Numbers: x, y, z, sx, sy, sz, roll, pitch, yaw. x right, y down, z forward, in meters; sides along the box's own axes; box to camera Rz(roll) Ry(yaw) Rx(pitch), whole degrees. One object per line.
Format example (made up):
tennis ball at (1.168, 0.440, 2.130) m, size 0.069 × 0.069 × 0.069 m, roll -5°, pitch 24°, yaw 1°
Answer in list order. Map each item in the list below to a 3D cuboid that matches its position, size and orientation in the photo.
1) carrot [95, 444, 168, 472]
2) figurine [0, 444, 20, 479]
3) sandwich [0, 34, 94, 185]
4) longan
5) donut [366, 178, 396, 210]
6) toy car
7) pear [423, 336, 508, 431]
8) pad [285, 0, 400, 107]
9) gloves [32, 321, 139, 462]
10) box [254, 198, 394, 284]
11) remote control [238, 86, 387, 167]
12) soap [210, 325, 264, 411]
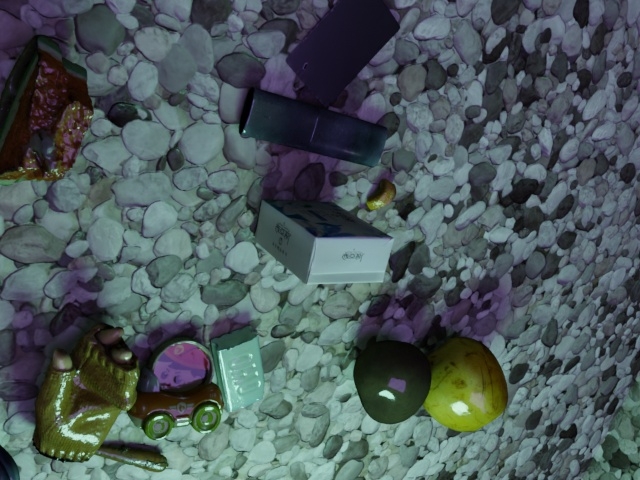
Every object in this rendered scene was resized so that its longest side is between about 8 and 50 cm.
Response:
carrot at (-0.485, 0.524, 1.464) m, size 0.254 × 0.049 × 0.049 m, roll 27°, pitch 96°, yaw -32°
figurine at (-0.726, 0.451, 1.196) m, size 0.175 × 0.197 × 0.265 m, roll -28°, pitch 103°, yaw -17°
sandwich at (-0.483, -0.204, 1.048) m, size 0.109 × 0.212 × 0.292 m, roll 13°, pitch 91°, yaw -49°
longan at (0.202, 0.403, 1.708) m, size 0.246 × 0.215 × 0.246 m, roll 0°, pitch 91°, yaw -18°
donut at (0.154, -0.119, 1.559) m, size 0.083 × 0.067 × 0.038 m, roll -25°, pitch 136°, yaw 19°
toy car at (-0.343, 0.340, 1.423) m, size 0.235 × 0.145 × 0.235 m, roll -1°, pitch 92°, yaw -30°
pear at (0.428, 0.436, 1.817) m, size 0.280 × 0.281 × 0.281 m, roll -13°, pitch 117°, yaw -26°
pad at (0.054, -0.449, 1.365) m, size 0.265 × 0.009 × 0.159 m, roll -48°, pitch 127°, yaw -2°
gloves at (-0.502, 0.322, 1.290) m, size 0.203 × 0.155 × 0.356 m, roll 22°, pitch 115°, yaw -29°
box at (0.000, -0.003, 1.367) m, size 0.203 × 0.274 × 0.116 m, roll 2°, pitch 109°, yaw -31°
remote control at (-0.007, -0.255, 1.393) m, size 0.377 × 0.044 × 0.107 m, roll 8°, pitch 102°, yaw -34°
soap at (-0.207, 0.328, 1.525) m, size 0.114 × 0.063 × 0.198 m, roll -18°, pitch 120°, yaw -25°
